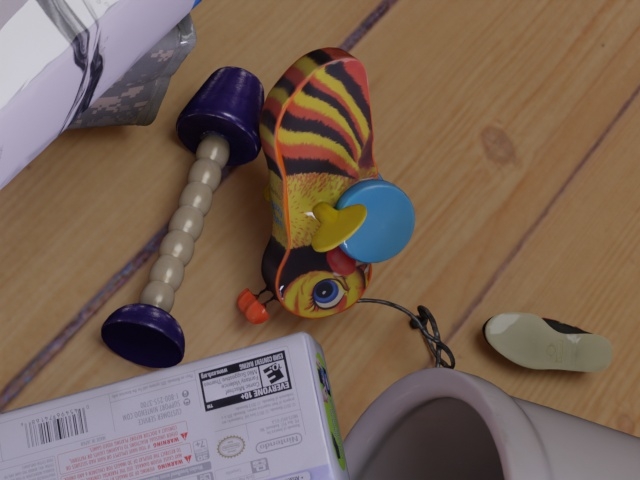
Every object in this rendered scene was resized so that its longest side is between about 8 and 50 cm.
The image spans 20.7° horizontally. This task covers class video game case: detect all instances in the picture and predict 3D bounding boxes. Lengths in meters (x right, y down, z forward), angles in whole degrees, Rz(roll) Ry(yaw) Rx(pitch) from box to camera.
[{"bbox_3d":[-0.106,0.219,1.268,0.269,0.061,0.244,-15,69,10],"label":"video game case"}]

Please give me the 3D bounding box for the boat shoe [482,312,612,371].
[{"bbox_3d":[0.204,0.095,1.614,0.133,0.042,0.049,12,87,-24],"label":"boat shoe"}]

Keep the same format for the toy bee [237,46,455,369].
[{"bbox_3d":[0.000,0.000,1.470,0.162,0.195,0.298,-22,90,-11],"label":"toy bee"}]

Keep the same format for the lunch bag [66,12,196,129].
[{"bbox_3d":[-0.254,-0.242,1.431,0.235,0.169,0.287,-5,66,-25],"label":"lunch bag"}]

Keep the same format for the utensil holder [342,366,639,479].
[{"bbox_3d":[0.212,0.305,1.352,0.385,0.327,0.328,19,60,-25],"label":"utensil holder"}]

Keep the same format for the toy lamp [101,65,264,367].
[{"bbox_3d":[-0.107,-0.029,1.469,0.080,0.080,0.275,27,56,-16],"label":"toy lamp"}]

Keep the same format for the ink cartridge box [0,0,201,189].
[{"bbox_3d":[-0.251,-0.222,1.233,0.285,0.166,0.395,41,64,2],"label":"ink cartridge box"}]
